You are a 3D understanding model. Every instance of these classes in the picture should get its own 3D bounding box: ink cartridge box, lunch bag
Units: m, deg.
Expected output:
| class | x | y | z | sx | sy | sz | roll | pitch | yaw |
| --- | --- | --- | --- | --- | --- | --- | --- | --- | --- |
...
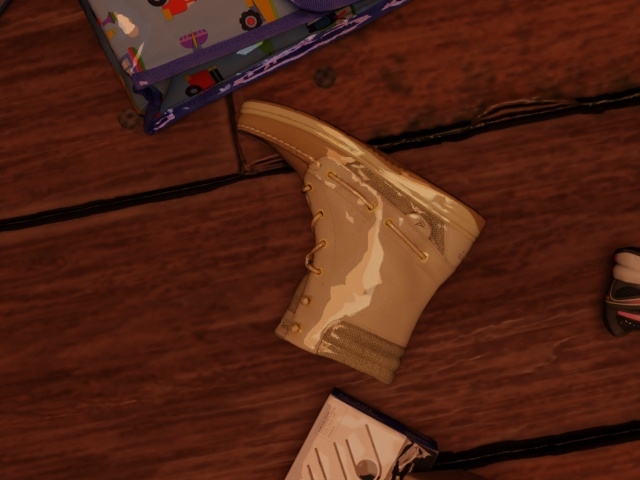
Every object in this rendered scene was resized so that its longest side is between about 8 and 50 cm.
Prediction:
| class | x | y | z | sx | sy | sz | roll | pitch | yaw |
| --- | --- | --- | --- | --- | --- | --- | --- | --- | --- |
| ink cartridge box | 0.004 | 0.231 | 0.758 | 0.097 | 0.046 | 0.207 | 28 | 91 | 4 |
| lunch bag | -0.055 | -0.253 | 0.749 | 0.293 | 0.138 | 0.221 | -27 | 86 | -10 |

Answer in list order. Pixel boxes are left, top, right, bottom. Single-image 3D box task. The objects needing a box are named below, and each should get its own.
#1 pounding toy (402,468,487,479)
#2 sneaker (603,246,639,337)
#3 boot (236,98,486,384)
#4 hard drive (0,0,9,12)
| class | x | y | z | sx | sy | sz | roll | pitch | yaw |
| --- | --- | --- | --- | --- | --- | --- | --- | --- | --- |
| pounding toy | 0.120 | 0.233 | 0.716 | 0.100 | 0.141 | 0.130 | 18 | 90 | 32 |
| sneaker | 0.303 | 0.067 | 0.741 | 0.178 | 0.072 | 0.077 | 22 | 102 | 12 |
| boot | 0.000 | 0.000 | 0.750 | 0.213 | 0.077 | 0.165 | 30 | 92 | 1 |
| hard drive | -0.415 | -0.169 | 0.796 | 0.210 | 0.040 | 0.319 | 37 | 91 | 3 |
